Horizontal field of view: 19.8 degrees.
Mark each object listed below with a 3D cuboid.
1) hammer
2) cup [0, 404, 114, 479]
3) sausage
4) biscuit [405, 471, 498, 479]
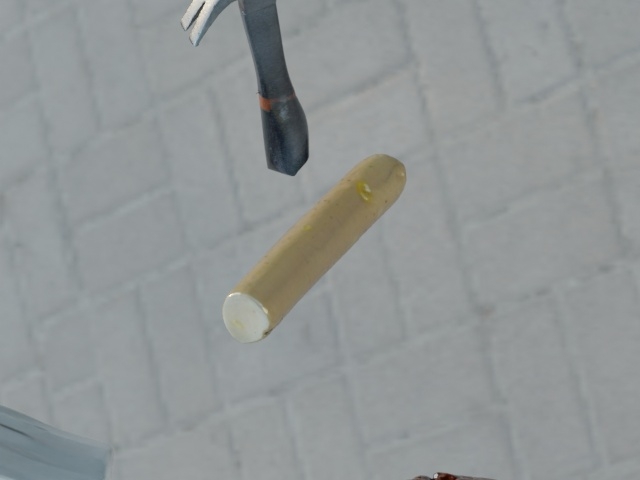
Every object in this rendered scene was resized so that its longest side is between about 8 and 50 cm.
[{"bbox_3d":[-0.052,-0.160,1.756,0.289,0.137,0.037,81,163,-51],"label":"hammer"},{"bbox_3d":[-0.352,0.222,1.358,0.372,0.253,0.253,10,98,-5],"label":"cup"},{"bbox_3d":[-0.002,0.000,1.871,0.066,0.301,0.065,19,129,25],"label":"sausage"},{"bbox_3d":[0.111,0.239,1.475,0.192,0.192,0.049,20,119,39],"label":"biscuit"}]
